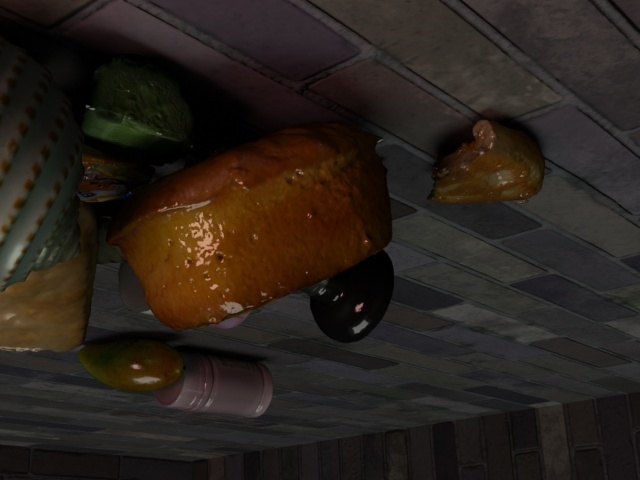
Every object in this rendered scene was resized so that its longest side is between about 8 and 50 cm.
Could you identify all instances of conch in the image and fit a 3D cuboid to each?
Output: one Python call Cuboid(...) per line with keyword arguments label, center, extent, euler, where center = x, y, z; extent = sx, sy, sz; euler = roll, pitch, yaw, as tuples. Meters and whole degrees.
Cuboid(label="conch", center=(-0.353, -0.079, 0.826), extent=(0.215, 0.319, 0.303), euler=(-33, 171, -47))

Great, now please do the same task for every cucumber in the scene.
Cuboid(label="cucumber", center=(-0.185, -0.125, 0.916), extent=(0.115, 0.085, 0.193), euler=(5, 165, -17))

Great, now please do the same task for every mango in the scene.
Cuboid(label="mango", center=(-0.393, 0.252, 1.889), extent=(0.233, 0.111, 0.125), euler=(6, 148, 13))

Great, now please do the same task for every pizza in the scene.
Cuboid(label="pizza", center=(0.192, -0.084, 1.109), extent=(0.161, 0.062, 0.182), euler=(-27, 154, 36))

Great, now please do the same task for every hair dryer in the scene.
Cuboid(label="hair dryer", center=(0.010, 0.020, 1.243), extent=(0.284, 0.155, 0.320), euler=(-6, 154, 41))

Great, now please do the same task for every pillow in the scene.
Cuboid(label="pillow", center=(-0.295, -0.006, 1.244), extent=(0.241, 0.051, 0.093), euler=(1, 144, 28))

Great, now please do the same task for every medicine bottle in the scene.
Cuboid(label="medicine bottle", center=(-0.237, 0.322, 2.056), extent=(0.250, 0.133, 0.133), euler=(15, 154, -43))
Cuboid(label="medicine bottle", center=(-0.186, 0.055, 1.327), extent=(0.135, 0.135, 0.168), euler=(-18, 154, 36))

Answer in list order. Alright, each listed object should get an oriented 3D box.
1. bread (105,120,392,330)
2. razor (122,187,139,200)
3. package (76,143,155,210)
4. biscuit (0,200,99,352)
Cuboid(label="bread", center=(-0.072, -0.018, 0.990), extent=(0.312, 0.172, 0.312), euler=(-20, -179, 0))
Cuboid(label="razor", center=(-0.240, -0.069, 1.071), extent=(0.093, 0.056, 0.324), euler=(10, 162, 37))
Cuboid(label="package", center=(-0.250, -0.063, 0.955), extent=(0.121, 0.031, 0.108), euler=(-18, 159, 31))
Cuboid(label="biscuit", center=(-0.494, 0.004, 1.138), extent=(0.429, 0.104, 0.446), euler=(4, 144, -16))
